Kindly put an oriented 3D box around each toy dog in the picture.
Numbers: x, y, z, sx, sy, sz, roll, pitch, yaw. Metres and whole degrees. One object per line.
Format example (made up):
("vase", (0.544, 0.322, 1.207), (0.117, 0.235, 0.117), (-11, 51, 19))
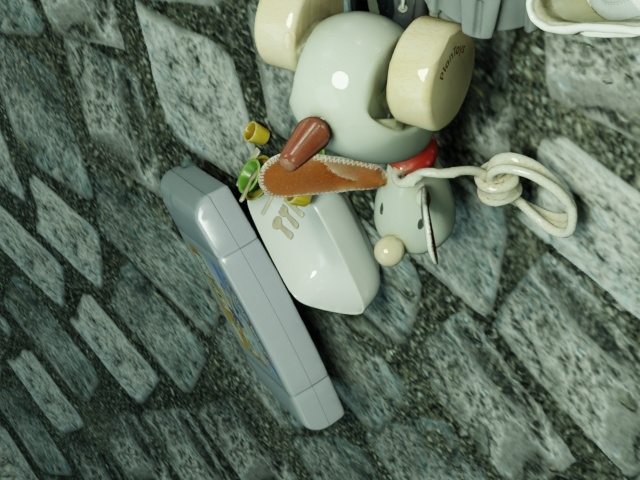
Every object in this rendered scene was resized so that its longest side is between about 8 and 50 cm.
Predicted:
("toy dog", (0.040, -0.060, 1.326), (0.220, 0.161, 0.334), (13, 151, 43))

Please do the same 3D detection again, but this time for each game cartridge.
("game cartridge", (-0.075, 0.064, 1.844), (0.297, 0.062, 0.198), (63, 173, -18))

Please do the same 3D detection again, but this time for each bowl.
("bowl", (0.000, 0.000, 1.699), (0.142, 0.053, 0.142), (6, 128, 56))

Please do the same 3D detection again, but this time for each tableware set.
("tableware set", (-0.043, -0.073, 1.650), (0.024, 0.104, 0.154), (21, -166, -31))

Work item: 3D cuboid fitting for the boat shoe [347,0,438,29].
("boat shoe", (0.051, -0.212, 1.346), (0.075, 0.065, 0.206), (32, 147, 35))

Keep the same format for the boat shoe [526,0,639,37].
("boat shoe", (0.227, -0.172, 1.055), (0.277, 0.096, 0.098), (-18, 97, 64))

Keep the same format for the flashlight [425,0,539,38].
("flashlight", (0.127, -0.278, 1.118), (0.304, 0.103, 0.103), (92, 168, -46))
